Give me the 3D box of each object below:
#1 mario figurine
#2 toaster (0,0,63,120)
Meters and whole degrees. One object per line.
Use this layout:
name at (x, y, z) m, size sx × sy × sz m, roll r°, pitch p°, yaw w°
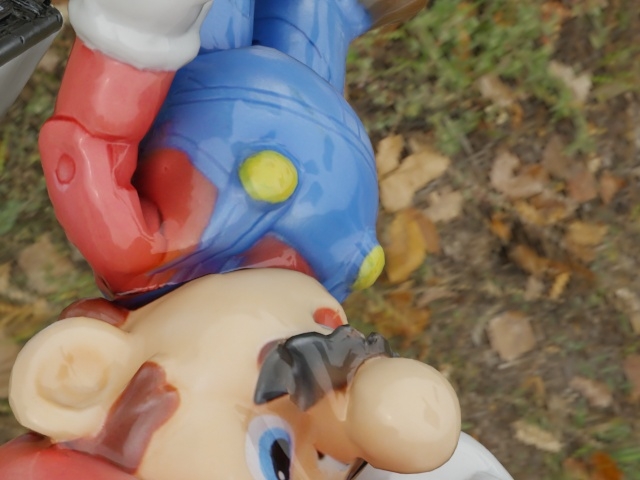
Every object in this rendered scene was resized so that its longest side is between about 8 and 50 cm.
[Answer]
mario figurine at (0.000, 0.000, 0.518) m, size 0.198 × 0.170 × 0.320 m, roll 15°, pitch 59°, yaw -19°
toaster at (-0.293, -0.146, 1.163) m, size 0.168 × 0.110 × 0.185 m, roll 33°, pitch 24°, yaw -1°
